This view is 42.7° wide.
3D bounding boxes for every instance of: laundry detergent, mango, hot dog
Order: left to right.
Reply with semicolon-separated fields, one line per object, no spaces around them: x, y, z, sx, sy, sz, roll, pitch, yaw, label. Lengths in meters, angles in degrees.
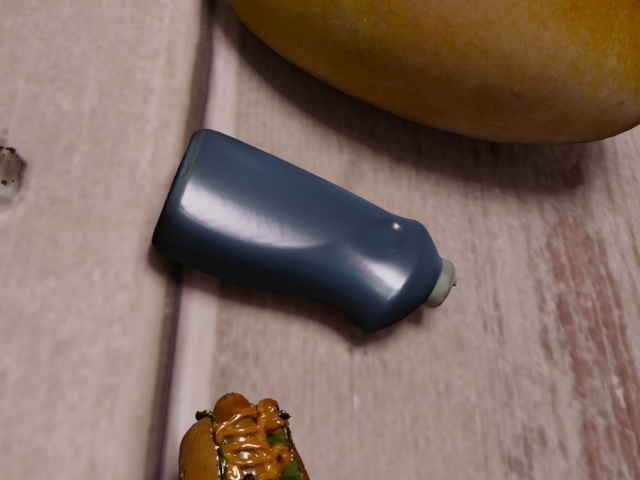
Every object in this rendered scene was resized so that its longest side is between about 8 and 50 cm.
-0.019;0.162;0.395;0.072;0.055;0.188;-9;62;-32;hot dog
0.000;0.001;0.538;0.206;0.061;0.097;21;43;-13;laundry detergent
0.108;-0.190;0.640;0.384;0.199;0.221;13;59;-3;mango
